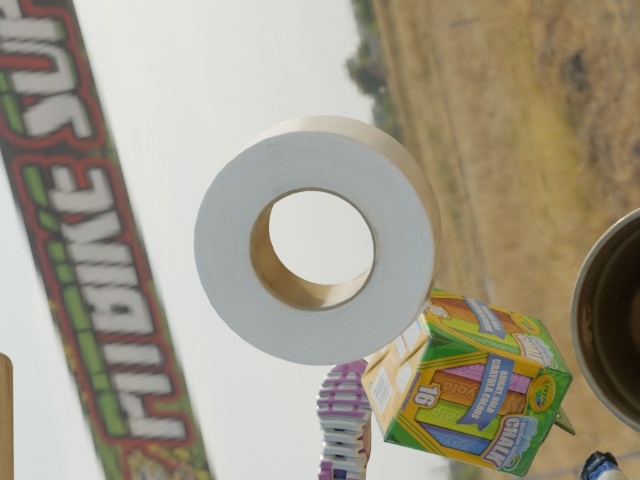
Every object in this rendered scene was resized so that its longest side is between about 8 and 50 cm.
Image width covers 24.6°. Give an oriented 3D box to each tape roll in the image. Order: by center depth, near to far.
[{"bbox_3d":[0.000,0.000,1.720,0.100,0.286,0.286,-59,-44,-72],"label":"tape roll"}]

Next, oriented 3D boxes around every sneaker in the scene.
[{"bbox_3d":[0.374,0.315,1.947,0.084,0.058,0.152,56,-174,33],"label":"sneaker"},{"bbox_3d":[0.047,0.297,2.412,0.104,0.095,0.236,-40,-43,-70],"label":"sneaker"}]

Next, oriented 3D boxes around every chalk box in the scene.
[{"bbox_3d":[0.234,0.203,2.084,0.180,0.289,0.179,-112,41,-64],"label":"chalk box"}]

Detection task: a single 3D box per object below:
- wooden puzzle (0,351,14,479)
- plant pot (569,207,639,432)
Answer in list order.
[{"bbox_3d":[-0.638,0.325,2.233,0.080,0.347,0.322,-1,-90,-73],"label":"wooden puzzle"},{"bbox_3d":[0.536,0.107,1.991,0.280,0.323,0.323,2,-107,-61],"label":"plant pot"}]
